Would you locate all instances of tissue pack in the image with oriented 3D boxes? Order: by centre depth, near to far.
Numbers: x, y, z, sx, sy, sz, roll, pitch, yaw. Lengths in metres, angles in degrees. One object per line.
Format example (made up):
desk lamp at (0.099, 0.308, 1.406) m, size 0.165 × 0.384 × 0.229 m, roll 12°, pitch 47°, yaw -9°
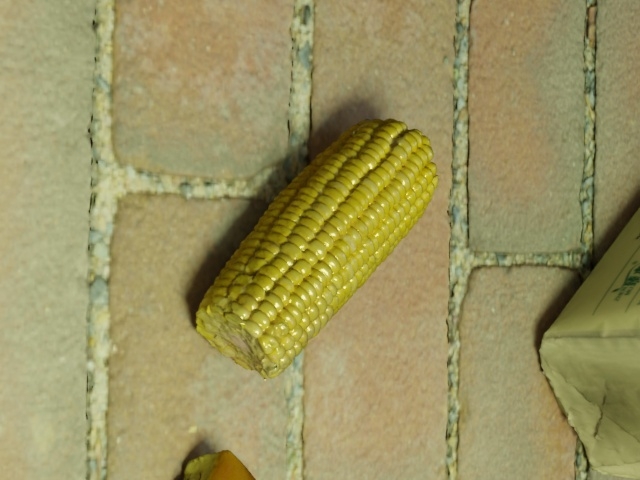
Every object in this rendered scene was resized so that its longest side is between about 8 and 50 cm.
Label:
tissue pack at (0.420, 0.050, 1.592) m, size 0.380 × 0.297 × 0.207 m, roll -46°, pitch 120°, yaw -35°

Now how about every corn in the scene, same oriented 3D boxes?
corn at (0.000, 0.000, 1.276) m, size 0.244 × 0.093 × 0.093 m, roll -47°, pitch 123°, yaw -36°

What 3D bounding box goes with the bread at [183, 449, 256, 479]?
bread at (-0.102, 0.263, 1.197) m, size 0.088 × 0.049 × 0.226 m, roll 49°, pitch 55°, yaw -36°
